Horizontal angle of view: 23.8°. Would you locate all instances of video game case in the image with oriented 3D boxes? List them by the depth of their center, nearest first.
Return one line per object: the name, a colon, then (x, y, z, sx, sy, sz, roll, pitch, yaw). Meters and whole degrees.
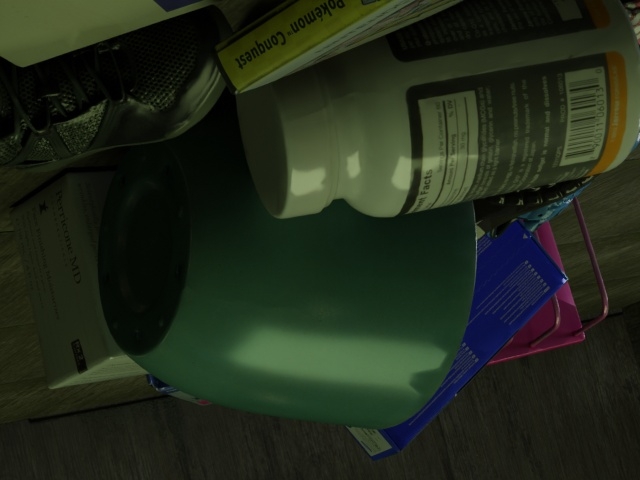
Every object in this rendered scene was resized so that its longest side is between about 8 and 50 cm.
video game case: (0.103, -0.180, 0.912, 0.248, 0.035, 0.275, -25, -178, 43)

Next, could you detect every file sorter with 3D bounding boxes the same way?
file sorter: (0.218, 0.058, 2.072, 0.291, 0.202, 0.182, -13, 166, -10)

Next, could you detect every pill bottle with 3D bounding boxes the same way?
pill bottle: (0.087, -0.106, 1.138, 0.278, 0.162, 0.162, -11, 169, -15)

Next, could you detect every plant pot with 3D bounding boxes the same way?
plant pot: (-0.048, 0.014, 1.286, 0.235, 0.293, 0.293, 4, 161, -31)

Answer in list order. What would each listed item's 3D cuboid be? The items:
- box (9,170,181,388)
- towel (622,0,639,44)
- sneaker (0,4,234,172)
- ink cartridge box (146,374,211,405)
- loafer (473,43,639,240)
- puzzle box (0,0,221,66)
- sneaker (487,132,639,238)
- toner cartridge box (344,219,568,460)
box: (-0.175, 0.032, 1.438, 0.182, 0.181, 0.119, -5, 165, -42)
towel: (0.322, -0.190, 1.380, 0.197, 0.029, 0.144, -10, 168, -21)
sneaker: (-0.169, -0.099, 1.022, 0.227, 0.087, 0.130, -15, 177, 32)
ink cartridge box: (-0.156, 0.083, 1.714, 0.065, 0.185, 0.311, -13, 169, 6)
loafer: (0.148, -0.086, 1.391, 0.366, 0.134, 0.130, -36, -165, 32)
puzzle box: (-0.109, -0.192, 0.721, 0.272, 0.052, 0.409, -17, 169, 9)
sneaker: (0.247, -0.059, 1.563, 0.209, 0.082, 0.069, -23, 165, 39)
toner cartridge box: (0.138, 0.095, 1.862, 0.348, 0.165, 0.075, -41, -176, -30)
